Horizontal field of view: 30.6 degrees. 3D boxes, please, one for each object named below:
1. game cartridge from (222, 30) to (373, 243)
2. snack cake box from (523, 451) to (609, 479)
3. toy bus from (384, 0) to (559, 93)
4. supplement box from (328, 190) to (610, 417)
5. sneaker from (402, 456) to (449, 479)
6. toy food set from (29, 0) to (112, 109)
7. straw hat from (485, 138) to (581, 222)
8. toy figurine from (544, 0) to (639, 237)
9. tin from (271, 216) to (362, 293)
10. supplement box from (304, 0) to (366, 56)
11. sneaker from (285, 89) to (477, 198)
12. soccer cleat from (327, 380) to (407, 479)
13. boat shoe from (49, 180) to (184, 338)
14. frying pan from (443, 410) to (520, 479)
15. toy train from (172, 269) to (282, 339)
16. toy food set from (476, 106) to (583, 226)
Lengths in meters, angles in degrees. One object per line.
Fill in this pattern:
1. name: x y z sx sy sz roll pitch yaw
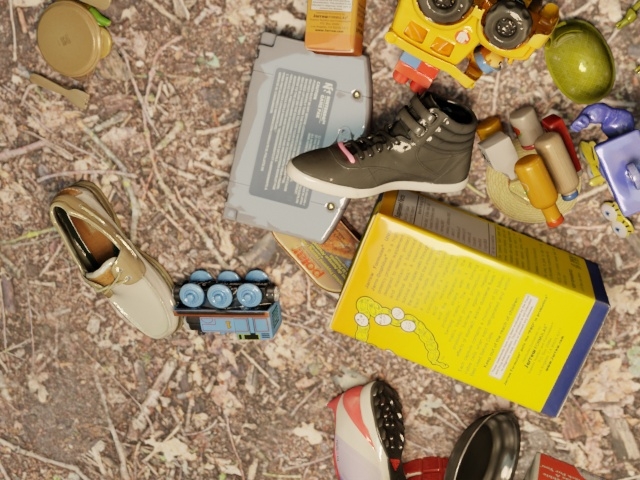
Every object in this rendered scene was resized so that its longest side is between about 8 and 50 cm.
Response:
1. game cartridge: -0.027 -0.154 1.796 0.198 0.062 0.297 14 99 5
2. snack cake box: 0.441 0.445 1.825 0.264 0.152 0.089 22 110 7
3. toy bus: 0.202 -0.295 1.680 0.220 0.149 0.211 28 124 2
4. supplement box: 0.218 0.082 1.732 0.356 0.194 0.195 22 109 1
5. sneaker: 0.159 0.441 1.948 0.221 0.087 0.128 -11 120 17
6. toy food set: -0.394 -0.322 1.872 0.132 0.038 0.192 26 116 13
7. straw hat: 0.316 -0.083 1.748 0.144 0.061 0.144 4 108 13
8. toy figurine: 0.442 -0.142 1.617 0.191 0.217 0.362 -20 101 18
9. tin: 0.000 0.000 1.866 0.106 0.040 0.190 -41 93 17
10. supplement box: 0.028 -0.388 1.697 0.080 0.078 0.233 4 95 12
11. sneaker: 0.096 -0.146 1.685 0.295 0.104 0.147 -3 129 -23
12. soccer cleat: 0.078 0.389 1.869 0.116 0.108 0.318 -21 65 34
13. boat shoe: -0.345 0.046 1.928 0.113 0.103 0.302 -36 95 21
14. frying pan: 0.279 0.393 1.885 0.053 0.326 0.197 18 67 36
15. toy train: -0.152 0.108 1.914 0.184 0.080 0.105 -1 112 14
16. toy food set: 0.306 -0.112 1.672 0.111 0.232 0.104 -30 112 -2
